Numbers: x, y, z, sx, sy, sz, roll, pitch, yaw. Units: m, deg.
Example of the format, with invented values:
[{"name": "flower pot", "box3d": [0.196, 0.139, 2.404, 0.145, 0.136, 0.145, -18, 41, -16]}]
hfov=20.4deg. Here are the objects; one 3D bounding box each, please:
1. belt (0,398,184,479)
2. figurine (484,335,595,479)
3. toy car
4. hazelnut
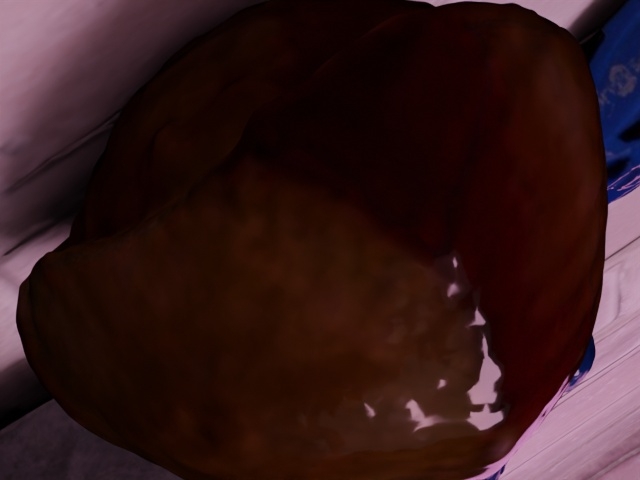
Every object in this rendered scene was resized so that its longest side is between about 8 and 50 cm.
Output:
[{"name": "belt", "box3d": [-0.106, 0.155, 0.749, 0.289, 0.164, 0.184, -28, 172, -22]}, {"name": "figurine", "box3d": [0.073, 0.129, 1.111, 0.164, 0.120, 0.262, -7, 147, -52]}, {"name": "toy car", "box3d": [0.152, -0.076, 0.763, 0.103, 0.063, 0.216, -17, 157, -46]}, {"name": "hazelnut", "box3d": [-0.005, 0.002, 0.555, 0.202, 0.160, 0.170, 2, 177, 41]}]
